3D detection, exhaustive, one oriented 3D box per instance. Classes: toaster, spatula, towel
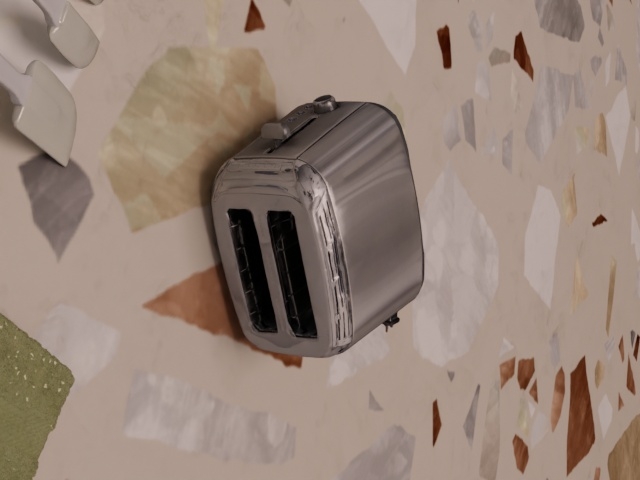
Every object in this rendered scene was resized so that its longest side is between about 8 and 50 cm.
[{"bbox_3d":[0.000,0.000,0.860,0.146,0.129,0.227,-35,122,-48],"label":"toaster"},{"bbox_3d":[-0.173,-0.158,0.597,0.242,0.019,0.168,61,44,-74],"label":"spatula"},{"bbox_3d":[-0.213,0.093,0.613,0.148,0.027,0.110,49,51,-46],"label":"towel"}]
